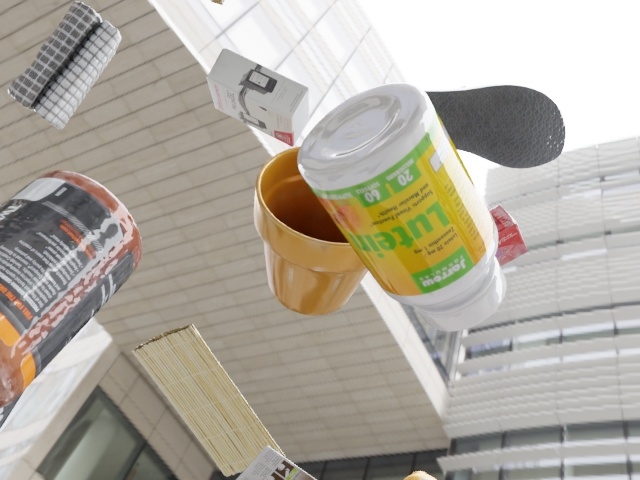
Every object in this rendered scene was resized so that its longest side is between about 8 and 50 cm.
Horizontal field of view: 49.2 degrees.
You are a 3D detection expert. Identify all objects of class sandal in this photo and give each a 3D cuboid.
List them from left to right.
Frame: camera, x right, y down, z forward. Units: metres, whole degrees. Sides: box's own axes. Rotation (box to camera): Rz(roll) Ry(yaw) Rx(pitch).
[{"bbox_3d":[0.171,-0.143,0.825,0.255,0.054,0.097,5,-74,-12],"label":"sandal"}]

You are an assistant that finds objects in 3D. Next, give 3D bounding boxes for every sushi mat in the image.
[{"bbox_3d":[-0.208,0.301,1.292,0.151,0.019,0.316,-26,-76,29],"label":"sushi mat"}]

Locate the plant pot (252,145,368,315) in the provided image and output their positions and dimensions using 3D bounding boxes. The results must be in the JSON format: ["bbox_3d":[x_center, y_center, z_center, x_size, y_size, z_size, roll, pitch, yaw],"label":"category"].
[{"bbox_3d":[0.000,0.000,0.995,0.205,0.205,0.188,19,-46,6],"label":"plant pot"}]

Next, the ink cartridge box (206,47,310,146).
[{"bbox_3d":[-0.096,-0.224,1.100,0.150,0.063,0.109,27,-15,7],"label":"ink cartridge box"}]

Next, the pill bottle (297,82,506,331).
[{"bbox_3d":[0.095,-0.022,0.700,0.136,0.136,0.245,-17,-53,28],"label":"pill bottle"}]

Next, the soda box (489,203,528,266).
[{"bbox_3d":[0.300,0.037,1.494,0.263,0.083,0.092,-29,-56,4],"label":"soda box"}]

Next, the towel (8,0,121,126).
[{"bbox_3d":[-0.520,-0.357,1.430,0.121,0.284,0.235,36,-93,-20],"label":"towel"}]

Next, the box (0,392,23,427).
[{"bbox_3d":[-0.515,0.199,0.944,0.163,0.142,0.247,39,-73,9],"label":"box"}]

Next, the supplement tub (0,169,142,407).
[{"bbox_3d":[-0.218,0.042,0.480,0.106,0.198,0.106,14,-49,17],"label":"supplement tub"}]

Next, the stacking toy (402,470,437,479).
[{"bbox_3d":[0.113,0.356,0.611,0.175,0.301,0.165,-14,-28,13],"label":"stacking toy"}]

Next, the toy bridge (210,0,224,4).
[{"bbox_3d":[-0.177,-0.450,1.112,0.026,0.188,0.063,18,-97,9],"label":"toy bridge"}]

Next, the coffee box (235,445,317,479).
[{"bbox_3d":[-0.024,0.477,1.165,0.247,0.098,0.141,27,-43,24],"label":"coffee box"}]
